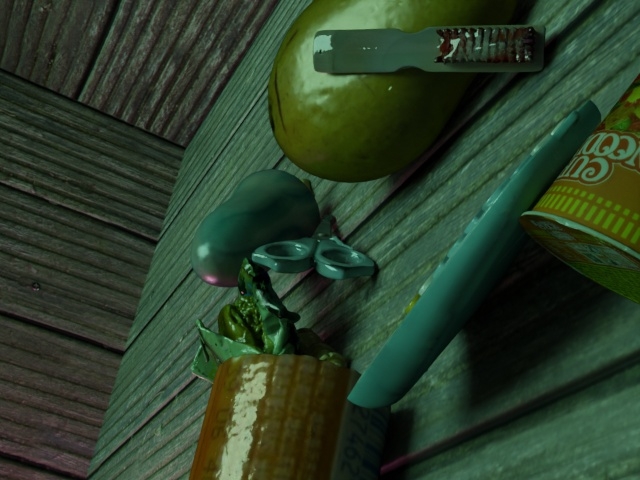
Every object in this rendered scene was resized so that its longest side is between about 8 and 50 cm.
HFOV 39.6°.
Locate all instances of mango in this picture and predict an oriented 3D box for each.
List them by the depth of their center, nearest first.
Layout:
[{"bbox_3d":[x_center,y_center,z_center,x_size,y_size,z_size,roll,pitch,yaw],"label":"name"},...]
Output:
[{"bbox_3d":[0.101,-0.270,1.319,0.445,0.220,0.302,-34,66,36],"label":"mango"}]

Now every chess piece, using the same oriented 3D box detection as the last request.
[{"bbox_3d":[-0.001,0.183,1.381,0.060,0.060,0.172,-67,20,1],"label":"chess piece"}]

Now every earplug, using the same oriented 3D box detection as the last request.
[{"bbox_3d":[-0.130,-0.004,1.578,0.185,0.185,0.324,-61,-5,22],"label":"earplug"}]

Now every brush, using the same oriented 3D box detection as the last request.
[{"bbox_3d":[0.131,-0.252,1.169,0.050,0.320,0.060,-9,-78,-63],"label":"brush"}]

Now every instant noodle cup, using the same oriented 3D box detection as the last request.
[{"bbox_3d":[0.276,-0.053,0.703,0.185,0.168,0.168,-58,17,-2],"label":"instant noodle cup"}]

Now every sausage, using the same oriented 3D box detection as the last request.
[{"bbox_3d":[-0.045,0.308,1.078,0.233,0.233,0.287,-37,37,58],"label":"sausage"}]

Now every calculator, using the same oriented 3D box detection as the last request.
[{"bbox_3d":[0.159,0.018,0.893,0.256,0.054,0.386,-40,-18,-44],"label":"calculator"}]

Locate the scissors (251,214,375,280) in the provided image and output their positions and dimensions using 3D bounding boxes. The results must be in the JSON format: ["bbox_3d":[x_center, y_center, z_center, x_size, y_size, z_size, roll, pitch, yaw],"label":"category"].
[{"bbox_3d":[0.000,-0.002,1.493,0.360,0.191,0.030,-73,-12,-73],"label":"scissors"}]

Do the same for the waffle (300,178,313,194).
[{"bbox_3d":[-0.061,-0.055,1.883,0.153,0.023,0.097,-59,19,21],"label":"waffle"}]

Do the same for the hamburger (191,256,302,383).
[{"bbox_3d":[-0.120,0.174,1.398,0.260,0.150,0.276,-154,50,-65],"label":"hamburger"}]
